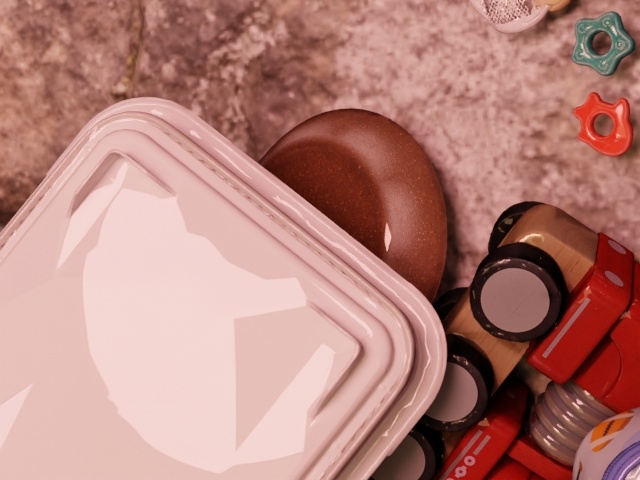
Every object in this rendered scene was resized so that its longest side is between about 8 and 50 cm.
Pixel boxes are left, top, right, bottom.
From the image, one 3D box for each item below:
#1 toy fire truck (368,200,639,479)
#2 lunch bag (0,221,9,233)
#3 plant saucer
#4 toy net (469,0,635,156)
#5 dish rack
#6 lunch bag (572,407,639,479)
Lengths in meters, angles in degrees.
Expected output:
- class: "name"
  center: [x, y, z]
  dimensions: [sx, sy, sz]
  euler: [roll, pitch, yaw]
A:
- class: "toy fire truck"
  center: [0.170, 0.130, 0.902]
  dimensions: [0.246, 0.158, 0.217]
  euler: [34, 113, 0]
- class: "lunch bag"
  center: [-0.150, 0.103, 0.996]
  dimensions: [0.262, 0.223, 0.160]
  euler: [32, 99, 17]
- class: "plant saucer"
  center: [0.000, 0.000, 0.990]
  dimensions: [0.199, 0.036, 0.198]
  euler: [-7, 78, 40]
- class: "toy net"
  center: [0.179, -0.137, 0.920]
  dimensions: [0.232, 0.045, 0.122]
  euler: [33, 111, 22]
- class: "dish rack"
  center: [-0.119, 0.100, 0.835]
  dimensions: [0.285, 0.072, 0.333]
  euler: [39, 90, 10]
- class: "lunch bag"
  center: [0.302, 0.204, 0.791]
  dimensions: [0.303, 0.115, 0.243]
  euler: [-6, 91, -2]
